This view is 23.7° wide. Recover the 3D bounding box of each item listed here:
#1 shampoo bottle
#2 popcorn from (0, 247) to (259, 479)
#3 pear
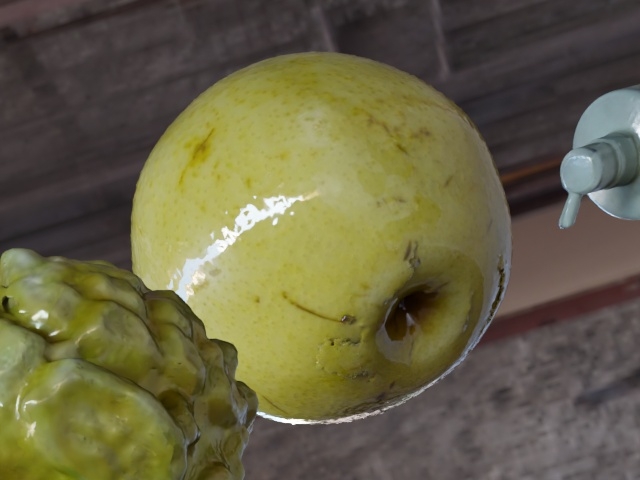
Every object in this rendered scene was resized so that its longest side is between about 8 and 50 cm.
[{"bbox_3d":[0.241,-0.068,0.983,0.262,0.085,0.085,-16,-91,-44],"label":"shampoo bottle"},{"bbox_3d":[-0.153,0.131,0.879,0.249,0.249,0.225,68,-168,-55],"label":"popcorn"},{"bbox_3d":[0.000,0.000,1.354,0.348,0.348,0.348,-17,-90,-87],"label":"pear"}]
